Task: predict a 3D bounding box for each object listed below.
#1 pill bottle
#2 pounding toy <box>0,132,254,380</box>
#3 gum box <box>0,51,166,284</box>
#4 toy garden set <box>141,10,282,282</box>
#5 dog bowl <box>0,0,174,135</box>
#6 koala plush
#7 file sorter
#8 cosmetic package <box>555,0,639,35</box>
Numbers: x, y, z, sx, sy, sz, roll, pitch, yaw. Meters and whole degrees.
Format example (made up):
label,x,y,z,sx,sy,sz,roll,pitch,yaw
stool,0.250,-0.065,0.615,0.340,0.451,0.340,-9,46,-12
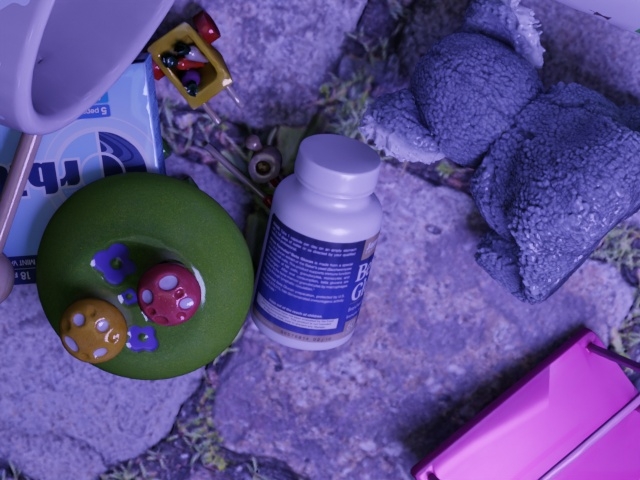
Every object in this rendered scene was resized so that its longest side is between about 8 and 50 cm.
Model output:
label,x,y,z,sx,sy,sz,roll,pitch,yaw
pill bottle,0.000,0.000,1.502,0.094,0.094,0.169,13,120,-1
pounding toy,-0.173,0.034,1.439,0.237,0.110,0.183,26,110,-6
gum box,-0.208,-0.058,1.490,0.157,0.041,0.184,-5,108,5
toy garden set,-0.126,-0.057,1.530,0.204,0.049,0.244,-33,103,12
dog bowl,-0.171,-0.231,1.305,0.102,0.349,0.349,32,107,6
koala plush,0.160,-0.086,1.446,0.196,0.203,0.221,-44,82,5
file sorter,0.259,0.260,1.512,0.202,0.182,0.290,-39,103,-5
cosmetic package,0.209,-0.270,1.354,0.365,0.197,0.155,20,86,-3
